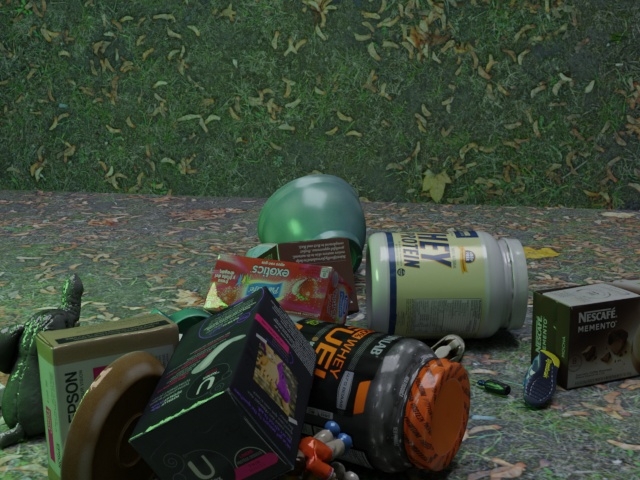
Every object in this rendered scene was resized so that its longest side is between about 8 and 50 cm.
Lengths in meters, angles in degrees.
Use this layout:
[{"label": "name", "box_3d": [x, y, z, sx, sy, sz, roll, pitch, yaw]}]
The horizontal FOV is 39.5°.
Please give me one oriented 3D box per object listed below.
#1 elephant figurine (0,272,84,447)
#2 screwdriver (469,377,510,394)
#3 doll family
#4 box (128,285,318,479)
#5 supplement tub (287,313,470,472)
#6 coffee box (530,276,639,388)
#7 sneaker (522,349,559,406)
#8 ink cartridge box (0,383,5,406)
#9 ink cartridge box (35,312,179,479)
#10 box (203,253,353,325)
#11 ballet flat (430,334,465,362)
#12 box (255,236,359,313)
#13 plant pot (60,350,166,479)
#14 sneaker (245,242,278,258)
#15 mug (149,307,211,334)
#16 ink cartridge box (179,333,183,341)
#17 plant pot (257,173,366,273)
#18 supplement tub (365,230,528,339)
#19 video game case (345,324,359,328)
[{"label": "elephant figurine", "box_3d": [-0.477, 0.196, 1.521, 0.169, 0.239, 0.186, -5, 14, -20]}, {"label": "screwdriver", "box_3d": [0.287, 0.267, 1.688, 0.170, 0.024, 0.025, 4, 41, 46]}, {"label": "doll family", "box_3d": [0.036, 0.356, 1.163, 0.263, 0.118, 0.163, 27, 18, 26]}, {"label": "box", "box_3d": [-0.119, 0.209, 1.208, 0.165, 0.143, 0.270, -30, 17, 19]}, {"label": "supplement tub", "box_3d": [0.048, 0.239, 1.395, 0.338, 0.207, 0.207, 8, 15, 32]}, {"label": "coffee box", "box_3d": [0.569, 0.173, 1.745, 0.297, 0.168, 0.119, -5, 14, -22]}, {"label": "sneaker", "box_3d": [0.399, 0.263, 1.634, 0.053, 0.059, 0.144, 33, 38, 8]}, {"label": "ink cartridge box", "box_3d": [-0.705, 0.279, 1.602, 0.208, 0.045, 0.206, -11, 17, -41]}, {"label": "ink cartridge box", "box_3d": [-0.308, 0.242, 1.329, 0.193, 0.235, 0.088, -9, 15, -32]}, {"label": "box", "box_3d": [-0.082, 0.115, 1.753, 0.257, 0.123, 0.128, 6, -20, 25]}, {"label": "ballet flat", "box_3d": [0.253, 0.222, 1.781, 0.168, 0.057, 0.052, -25, -17, -49]}, {"label": "box", "box_3d": [-0.036, 0.098, 1.960, 0.168, 0.167, 0.203, -5, -10, -20]}, {"label": "plant pot", "box_3d": [-0.263, 0.269, 1.215, 0.032, 0.236, 0.236, 12, 17, 23]}, {"label": "sneaker", "box_3d": [-0.141, 0.089, 2.207, 0.150, 0.135, 0.366, -3, 12, -26]}, {"label": "mug", "box_3d": [-0.256, 0.186, 1.743, 0.129, 0.158, 0.097, -21, 14, -17]}, {"label": "ink cartridge box", "box_3d": [-0.232, 0.237, 1.611, 0.198, 0.115, 0.067, 7, 16, 28]}, {"label": "plant pot", "box_3d": [0.000, 0.000, 2.357, 0.293, 0.293, 0.196, -5, 41, -20]}, {"label": "supplement tub", "box_3d": [0.266, 0.097, 1.933, 0.325, 0.235, 0.235, -1, 13, -1]}, {"label": "video game case", "box_3d": [0.006, 0.234, 1.736, 0.244, 0.061, 0.269, 10, 17, 44]}]
